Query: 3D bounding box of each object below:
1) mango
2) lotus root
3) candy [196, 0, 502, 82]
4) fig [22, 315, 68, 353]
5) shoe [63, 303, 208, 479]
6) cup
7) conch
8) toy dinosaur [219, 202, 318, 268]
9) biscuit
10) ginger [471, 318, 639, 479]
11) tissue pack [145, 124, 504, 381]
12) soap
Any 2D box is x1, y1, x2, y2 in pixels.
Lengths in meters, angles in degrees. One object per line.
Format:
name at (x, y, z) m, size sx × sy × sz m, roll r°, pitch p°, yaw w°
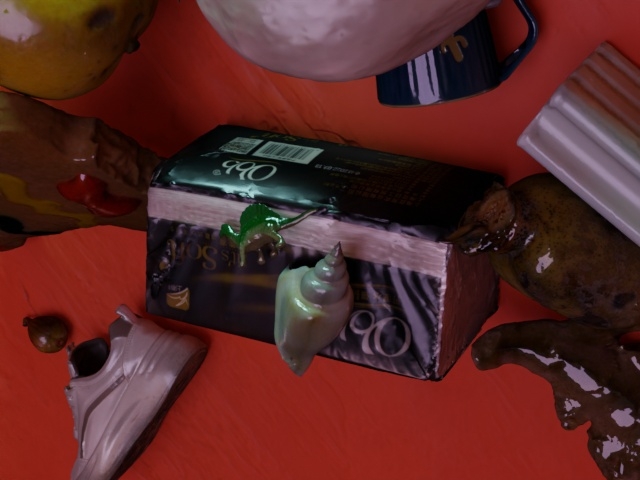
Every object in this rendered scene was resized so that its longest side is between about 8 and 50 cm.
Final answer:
mango at (-0.314, -0.320, 1.743) m, size 0.365 × 0.253 × 0.182 m, roll 67°, pitch 150°, yaw 25°
lotus root at (0.245, 0.002, 1.632) m, size 0.278 × 0.154 × 0.154 m, roll 19°, pitch 132°, yaw -30°
candy at (0.033, -0.359, 1.520) m, size 0.386 × 0.186 × 0.427 m, roll 22°, pitch 95°, yaw 12°
fig at (-0.371, 0.120, 2.129) m, size 0.083 × 0.050 × 0.050 m, roll 23°, pitch 124°, yaw 39°
shoe at (-0.279, 0.202, 2.076) m, size 0.159 × 0.124 × 0.316 m, roll 40°, pitch 120°, yaw 4°
cup at (0.132, -0.231, 1.654) m, size 0.176 × 0.131 × 0.155 m, roll -12°, pitch 106°, yaw 1°
conch at (-0.013, 0.065, 1.653) m, size 0.088 × 0.065 × 0.180 m, roll 31°, pitch 126°, yaw 11°
toy dinosaur at (-0.057, -0.014, 1.671) m, size 0.120 × 0.029 × 0.060 m, roll -31°, pitch 75°, yaw 28°
biscuit at (-0.364, -0.062, 1.868) m, size 0.394 × 0.368 × 0.076 m, roll -4°, pitch 71°, yaw 29°
ginger at (0.335, 0.172, 1.754) m, size 0.333 × 0.080 × 0.166 m, roll 41°, pitch 90°, yaw 3°
tissue pack at (0.000, 0.000, 1.775) m, size 0.370 × 0.210 × 0.198 m, roll 13°, pitch 121°, yaw 22°
soap at (0.339, -0.065, 1.594) m, size 0.265 × 0.160 × 0.087 m, roll 40°, pitch 126°, yaw 4°
